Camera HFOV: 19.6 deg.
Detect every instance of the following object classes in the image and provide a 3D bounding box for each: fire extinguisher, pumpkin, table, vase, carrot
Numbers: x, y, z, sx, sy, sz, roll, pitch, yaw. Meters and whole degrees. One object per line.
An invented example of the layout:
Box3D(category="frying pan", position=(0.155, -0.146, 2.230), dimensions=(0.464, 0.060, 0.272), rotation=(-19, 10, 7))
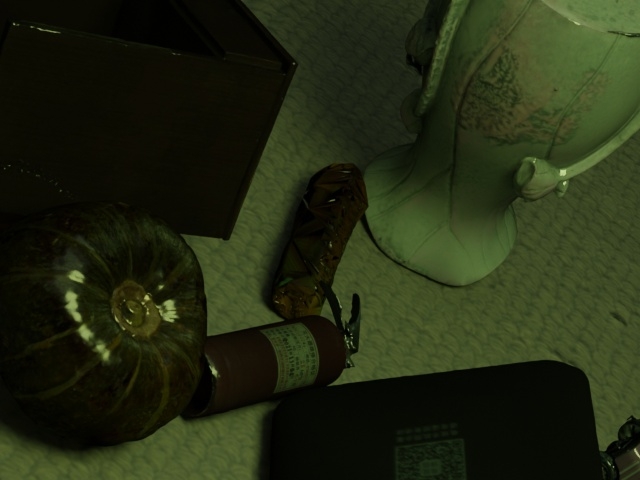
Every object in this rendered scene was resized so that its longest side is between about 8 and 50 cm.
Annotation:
Box3D(category="fire extinguisher", position=(-0.039, 0.097, 1.726), dimensions=(0.231, 0.071, 0.099), rotation=(-12, 85, -43))
Box3D(category="pumpkin", position=(-0.194, 0.072, 1.579), dimensions=(0.219, 0.162, 0.219), rotation=(27, 53, -43))
Box3D(category="table", position=(-0.218, -0.156, 1.732), dimensions=(0.282, 0.196, 0.250), rotation=(8, 28, -32))
Box3D(category="vase", position=(0.190, -0.143, 1.871), dimensions=(0.250, 0.445, 0.250), rotation=(10, 54, -15))
Box3D(category="carrot", position=(-0.001, -0.001, 1.885), dimensions=(0.069, 0.069, 0.228), rotation=(30, 38, -6))

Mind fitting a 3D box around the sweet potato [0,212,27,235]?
Box3D(category="sweet potato", position=(-0.316, -0.024, 1.680), dimensions=(0.195, 0.056, 0.056), rotation=(-13, 57, -41))

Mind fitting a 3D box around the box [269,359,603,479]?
Box3D(category="box", position=(0.099, 0.223, 1.595), dimensions=(0.290, 0.073, 0.289), rotation=(-8, 39, 7))

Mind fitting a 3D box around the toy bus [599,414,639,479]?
Box3D(category="toy bus", position=(0.260, 0.248, 1.700), dimensions=(0.108, 0.199, 0.096), rotation=(53, 38, 6))
